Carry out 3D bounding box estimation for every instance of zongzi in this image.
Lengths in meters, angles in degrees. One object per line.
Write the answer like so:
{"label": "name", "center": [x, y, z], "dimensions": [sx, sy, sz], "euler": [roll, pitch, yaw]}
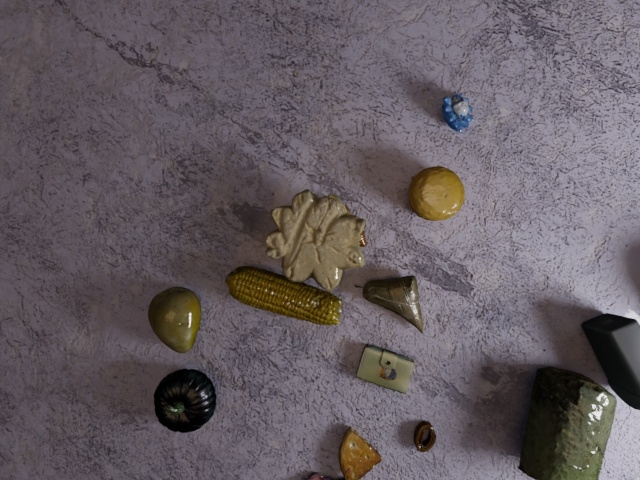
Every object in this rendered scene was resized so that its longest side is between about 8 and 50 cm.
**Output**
{"label": "zongzi", "center": [0.201, 0.200, 1.253], "dimensions": [0.189, 0.081, 0.178], "euler": [-9, 99, 13]}

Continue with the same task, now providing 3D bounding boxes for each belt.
{"label": "belt", "center": [0.308, 0.578, 1.258], "dimensions": [0.059, 0.036, 0.083], "euler": [15, 93, 0]}

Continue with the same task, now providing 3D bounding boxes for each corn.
{"label": "corn", "center": [-0.110, 0.166, 1.266], "dimensions": [0.363, 0.120, 0.120], "euler": [18, 93, 6]}

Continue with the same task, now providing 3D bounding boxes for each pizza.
{"label": "pizza", "center": [0.118, 0.643, 1.277], "dimensions": [0.131, 0.041, 0.178], "euler": [-11, 85, 1]}

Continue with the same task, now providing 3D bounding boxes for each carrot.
{"label": "carrot", "center": [0.097, -0.041, 1.273], "dimensions": [0.048, 0.048, 0.139], "euler": [-34, 88, 6]}

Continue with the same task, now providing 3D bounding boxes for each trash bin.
{"label": "trash bin", "center": [0.812, 0.321, 1.124], "dimensions": [0.101, 0.177, 0.236], "euler": [-27, 83, 7]}

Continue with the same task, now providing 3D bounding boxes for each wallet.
{"label": "wallet", "center": [0.193, 0.380, 1.269], "dimensions": [0.155, 0.039, 0.110], "euler": [17, 96, 7]}

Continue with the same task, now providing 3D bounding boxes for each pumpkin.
{"label": "pumpkin", "center": [-0.410, 0.487, 1.299], "dimensions": [0.194, 0.150, 0.194], "euler": [-5, 121, -8]}

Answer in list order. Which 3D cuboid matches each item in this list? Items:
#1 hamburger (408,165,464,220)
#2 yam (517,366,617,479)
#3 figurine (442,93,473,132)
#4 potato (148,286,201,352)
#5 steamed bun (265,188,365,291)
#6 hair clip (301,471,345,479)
{"label": "hamburger", "center": [0.324, -0.131, 1.208], "dimensions": [0.162, 0.115, 0.162], "euler": [0, 91, 5]}
{"label": "yam", "center": [0.657, 0.497, 1.138], "dimensions": [0.195, 0.195, 0.300], "euler": [10, 92, 7]}
{"label": "figurine", "center": [0.391, -0.360, 1.215], "dimensions": [0.114, 0.079, 0.114], "euler": [10, 73, -34]}
{"label": "potato", "center": [-0.439, 0.246, 1.305], "dimensions": [0.157, 0.157, 0.193], "euler": [-8, 103, 7]}
{"label": "steamed bun", "center": [0.000, 0.000, 1.232], "dimensions": [0.296, 0.137, 0.292], "euler": [-26, 87, 14]}
{"label": "hair clip", "center": [-0.002, 0.798, 1.295], "dimensions": [0.146, 0.056, 0.187], "euler": [13, 81, 4]}
